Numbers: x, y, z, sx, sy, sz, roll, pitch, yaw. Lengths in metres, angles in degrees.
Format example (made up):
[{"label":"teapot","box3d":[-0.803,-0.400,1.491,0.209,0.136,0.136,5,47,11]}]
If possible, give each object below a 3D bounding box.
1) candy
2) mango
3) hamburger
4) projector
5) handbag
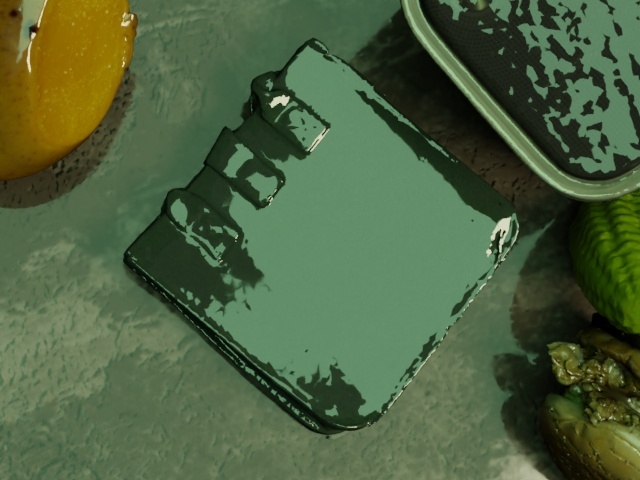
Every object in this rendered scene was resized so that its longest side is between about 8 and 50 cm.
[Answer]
[{"label":"candy","box3d":[0.251,0.021,1.392,0.096,0.209,0.097,1,110,4]},{"label":"mango","box3d":[-0.250,-0.195,1.364,0.191,0.160,0.290,23,105,29]},{"label":"hamburger","box3d":[0.246,0.144,1.404,0.185,0.159,0.131,43,84,-20]},{"label":"projector","box3d":[0.221,-0.187,1.362,0.248,0.249,0.248,-42,89,9]},{"label":"handbag","box3d":[0.000,0.001,1.431,0.260,0.079,0.247,41,81,0]}]
